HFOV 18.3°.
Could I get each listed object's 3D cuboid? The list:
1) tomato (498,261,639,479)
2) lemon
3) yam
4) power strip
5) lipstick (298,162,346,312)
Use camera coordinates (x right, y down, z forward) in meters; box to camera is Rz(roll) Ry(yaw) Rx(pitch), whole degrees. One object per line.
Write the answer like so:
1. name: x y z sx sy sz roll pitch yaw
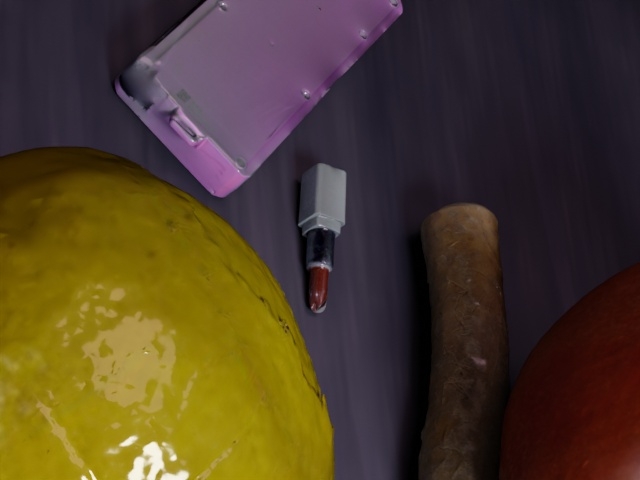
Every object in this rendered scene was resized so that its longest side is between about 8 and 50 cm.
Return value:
1. tomato: 0.283 0.170 1.271 0.341 0.273 0.341 32 45 -38
2. lemon: -0.133 0.104 0.976 0.297 0.297 0.297 22 51 -29
3. yam: 0.097 0.100 1.339 0.066 0.066 0.299 25 49 -27
4. power strip: -0.038 -0.137 1.397 0.109 0.037 0.279 46 43 -6
5. lipstick: 0.000 0.000 1.349 0.025 0.025 0.107 21 57 -28
